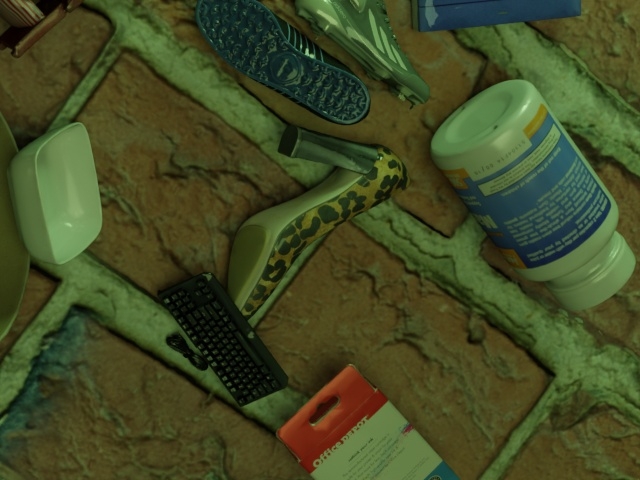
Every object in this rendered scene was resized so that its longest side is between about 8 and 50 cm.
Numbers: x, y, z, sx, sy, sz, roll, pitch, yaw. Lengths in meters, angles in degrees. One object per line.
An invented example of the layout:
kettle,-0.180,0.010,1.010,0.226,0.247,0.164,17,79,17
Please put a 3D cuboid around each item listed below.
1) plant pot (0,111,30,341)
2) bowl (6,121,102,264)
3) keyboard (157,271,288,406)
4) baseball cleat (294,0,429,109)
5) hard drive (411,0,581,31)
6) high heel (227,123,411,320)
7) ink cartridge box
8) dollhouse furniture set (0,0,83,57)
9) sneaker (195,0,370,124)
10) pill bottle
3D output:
plant pot,-0.453,-0.016,1.690,0.190,0.284,0.284,-4,107,15
bowl,-0.300,-0.052,1.786,0.053,0.142,0.142,-3,109,19
keyboard,-0.127,0.124,1.908,0.108,0.023,0.180,-23,114,28
baseball cleat,0.068,-0.248,1.877,0.206,0.072,0.109,36,84,-25
hard drive,0.204,-0.416,1.892,0.210,0.040,0.319,-8,106,-15
high heel,0.000,0.000,1.917,0.186,0.093,0.261,14,106,-34
ink cartridge box,0.051,0.261,1.994,0.134,0.078,0.231,-43,112,-4
dollhouse furniture set,-0.298,-0.301,1.589,0.152,0.374,0.201,-43,110,-8
sneaker,-0.044,-0.207,1.854,0.232,0.090,0.081,37,92,-1
pill bottle,0.265,-0.048,1.944,0.152,0.152,0.272,-40,111,-5
